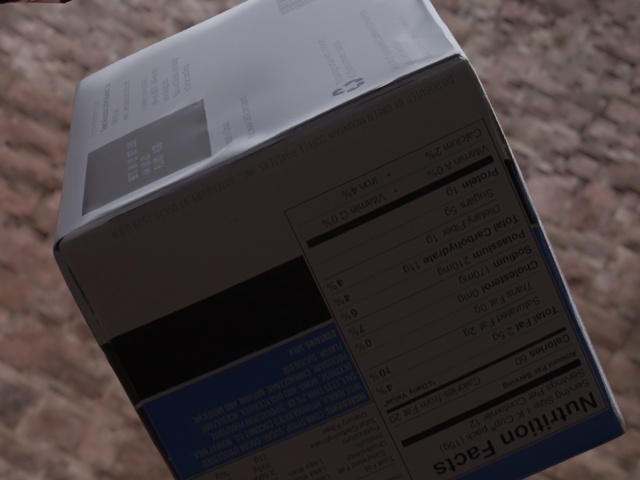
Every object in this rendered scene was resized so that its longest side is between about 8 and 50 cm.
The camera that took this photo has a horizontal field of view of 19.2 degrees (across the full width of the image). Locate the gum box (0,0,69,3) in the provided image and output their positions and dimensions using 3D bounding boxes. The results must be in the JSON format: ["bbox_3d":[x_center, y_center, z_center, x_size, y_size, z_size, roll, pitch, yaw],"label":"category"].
[{"bbox_3d":[-0.148,-0.186,0.781,0.107,0.188,0.062,-2,0,-28],"label":"gum box"}]

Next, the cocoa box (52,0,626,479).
[{"bbox_3d":[0.000,0.000,1.092,0.347,0.231,0.228,-106,171,-71],"label":"cocoa box"}]
